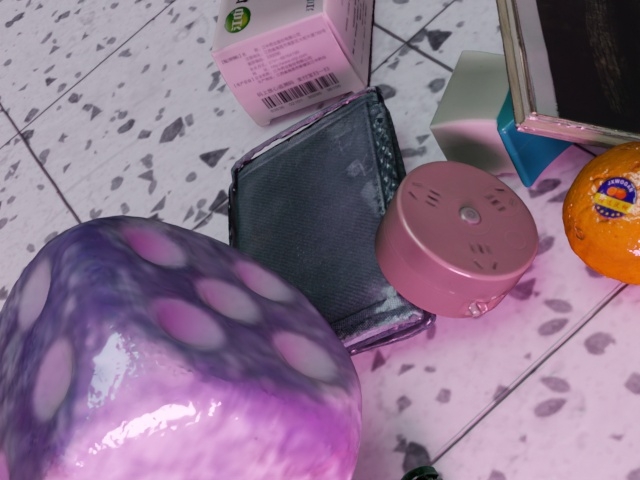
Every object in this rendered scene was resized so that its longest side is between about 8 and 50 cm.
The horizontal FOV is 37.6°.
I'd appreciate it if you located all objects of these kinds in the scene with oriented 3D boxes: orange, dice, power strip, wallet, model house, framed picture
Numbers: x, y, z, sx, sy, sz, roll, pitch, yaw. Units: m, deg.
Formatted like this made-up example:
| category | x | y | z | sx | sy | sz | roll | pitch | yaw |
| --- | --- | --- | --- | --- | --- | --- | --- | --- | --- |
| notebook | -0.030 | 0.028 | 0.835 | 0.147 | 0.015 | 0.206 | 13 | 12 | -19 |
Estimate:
| category | x | y | z | sx | sy | sz | roll | pitch | yaw |
| --- | --- | --- | --- | --- | --- | --- | --- | --- | --- |
| orange | 0.299 | -0.024 | 0.880 | 0.135 | 0.117 | 0.136 | -21 | 60 | 40 |
| dice | -0.146 | 0.158 | 0.844 | 0.270 | 0.270 | 0.271 | -58 | 35 | 18 |
| power strip | 0.135 | 0.000 | 0.936 | 0.154 | 0.078 | 0.154 | 11 | 49 | -13 |
| wallet | 0.000 | 0.000 | 1.079 | 0.237 | 0.075 | 0.342 | -25 | 48 | 21 |
| model house | 0.216 | -0.137 | 1.034 | 0.148 | 0.100 | 0.127 | 5 | 59 | 37 |
| framed picture | 0.298 | -0.205 | 0.996 | 0.231 | 0.018 | 0.293 | 9 | 51 | -10 |

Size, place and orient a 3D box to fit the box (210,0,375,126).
| category | x | y | z | sx | sy | sz | roll | pitch | yaw |
| --- | --- | --- | --- | --- | --- | --- | --- | --- | --- |
| box | -0.028 | -0.338 | 1.317 | 0.173 | 0.145 | 0.333 | -15 | 49 | 24 |

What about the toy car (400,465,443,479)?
| category | x | y | z | sx | sy | sz | roll | pitch | yaw |
| --- | --- | --- | --- | --- | --- | --- | --- | --- | --- |
| toy car | 0.055 | 0.262 | 0.842 | 0.143 | 0.054 | 0.073 | -35 | 45 | 4 |
